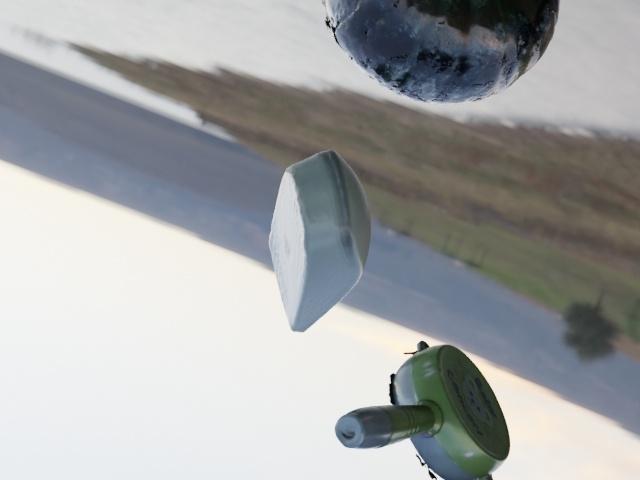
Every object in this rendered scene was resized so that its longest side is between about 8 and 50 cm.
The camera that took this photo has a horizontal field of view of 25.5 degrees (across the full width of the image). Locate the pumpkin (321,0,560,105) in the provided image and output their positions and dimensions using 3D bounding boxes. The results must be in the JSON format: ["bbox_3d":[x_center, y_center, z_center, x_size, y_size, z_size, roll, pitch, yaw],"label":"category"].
[{"bbox_3d":[0.111,-0.241,1.310,0.233,0.233,0.163,21,157,-6],"label":"pumpkin"}]

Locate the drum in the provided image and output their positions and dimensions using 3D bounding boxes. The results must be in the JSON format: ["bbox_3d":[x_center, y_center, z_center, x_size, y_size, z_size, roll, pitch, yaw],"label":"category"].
[{"bbox_3d":[0.087,0.157,1.108,0.130,0.049,0.253,59,-158,0],"label":"drum"}]

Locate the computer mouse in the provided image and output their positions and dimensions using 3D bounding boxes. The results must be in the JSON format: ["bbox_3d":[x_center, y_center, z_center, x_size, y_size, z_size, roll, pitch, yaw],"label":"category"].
[{"bbox_3d":[0.000,0.000,1.398,0.079,0.127,0.231,-4,157,-14],"label":"computer mouse"}]
